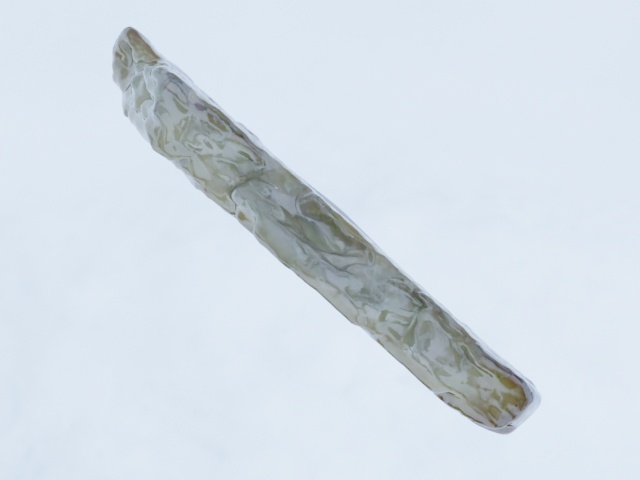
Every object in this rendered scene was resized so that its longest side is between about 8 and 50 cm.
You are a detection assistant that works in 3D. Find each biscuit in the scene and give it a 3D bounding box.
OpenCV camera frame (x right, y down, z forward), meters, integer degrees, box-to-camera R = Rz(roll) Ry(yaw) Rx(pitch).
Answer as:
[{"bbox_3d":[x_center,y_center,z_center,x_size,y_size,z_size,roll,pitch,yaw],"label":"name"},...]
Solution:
[{"bbox_3d":[-0.001,0.001,0.611,0.176,0.031,0.228,39,4,-36],"label":"biscuit"}]
